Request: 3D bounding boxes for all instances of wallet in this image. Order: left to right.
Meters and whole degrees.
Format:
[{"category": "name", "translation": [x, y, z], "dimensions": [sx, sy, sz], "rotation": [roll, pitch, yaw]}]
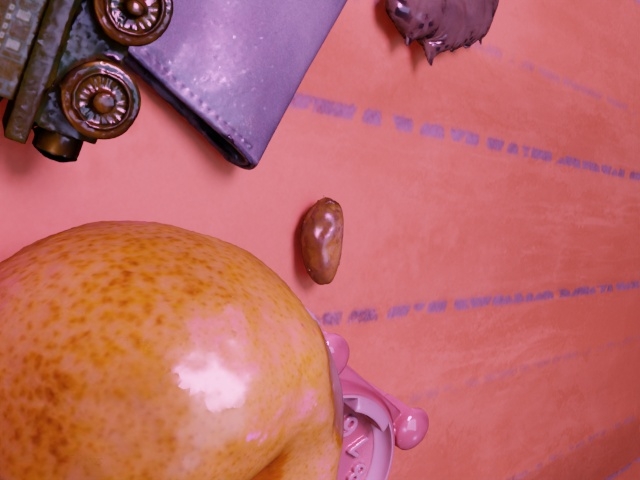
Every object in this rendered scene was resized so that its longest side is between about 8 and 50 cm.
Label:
[{"category": "wallet", "translation": [-0.085, -0.236, 0.586], "dimensions": [0.290, 0.054, 0.251], "rotation": [44, 67, -44]}]

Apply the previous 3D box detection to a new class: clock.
[{"category": "clock", "translation": [-0.045, 0.204, 0.677], "dimensions": [0.241, 0.142, 0.227], "rotation": [-56, 134, -11]}]

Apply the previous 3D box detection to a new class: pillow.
[{"category": "pillow", "translation": [0.154, -0.263, 0.851], "dimensions": [0.241, 0.051, 0.093], "rotation": [-30, 120, -44]}]

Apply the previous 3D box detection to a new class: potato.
[{"category": "potato", "translation": [0.000, 0.000, 0.740], "dimensions": [0.046, 0.045, 0.092], "rotation": [4, 99, -12]}]

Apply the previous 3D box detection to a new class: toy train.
[{"category": "toy train", "translation": [-0.164, -0.166, 0.453], "dimensions": [0.137, 0.090, 0.226], "rotation": [18, 98, -30]}]

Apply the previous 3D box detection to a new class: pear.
[{"category": "pear", "translation": [-0.119, 0.112, 0.468], "dimensions": [0.271, 0.271, 0.272], "rotation": [-13, 108, -46]}]
